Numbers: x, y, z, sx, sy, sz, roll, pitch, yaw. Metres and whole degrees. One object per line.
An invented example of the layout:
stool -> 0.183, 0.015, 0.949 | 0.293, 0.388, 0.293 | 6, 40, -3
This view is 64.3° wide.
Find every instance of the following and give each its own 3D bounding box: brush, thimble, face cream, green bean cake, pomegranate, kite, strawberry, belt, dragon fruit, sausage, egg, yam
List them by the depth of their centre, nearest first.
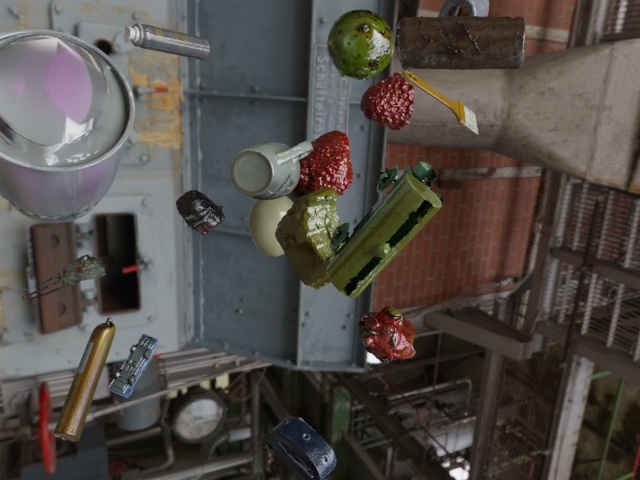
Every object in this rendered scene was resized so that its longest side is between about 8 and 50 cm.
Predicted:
yam -> 0.320, -0.452, 1.169 | 0.131, 0.279, 0.131 | 5, 90, -75
green bean cake -> 0.000, 0.000, 1.386 | 0.236, 0.124, 0.233 | 59, -38, 6
brush -> 0.333, -0.390, 1.403 | 0.013, 0.272, 0.103 | -44, -155, 41
sausage -> -0.692, 0.396, 1.514 | 0.082, 0.082, 0.372 | 125, -23, -53
kite -> -0.789, 0.119, 1.558 | 0.141, 0.245, 0.015 | 30, -43, 37
belt -> -0.048, 0.630, 1.559 | 0.218, 0.128, 0.122 | 32, -57, 28
pomegranate -> 0.121, -0.603, 1.602 | 0.263, 0.210, 0.211 | 133, -50, -81
thimble -> 0.456, -0.722, 1.626 | 0.127, 0.118, 0.151 | 49, -33, -1
face cream -> -0.489, -0.638, 1.632 | 0.073, 0.283, 0.073 | 7, -80, 41
dragon fruit -> 0.203, 0.302, 1.680 | 0.269, 0.200, 0.198 | -150, -104, -76
egg -> -0.174, -0.056, 1.908 | 0.188, 0.188, 0.254 | -136, -135, -54
strawberry -> 0.001, -0.280, 1.957 | 0.261, 0.261, 0.258 | 31, -49, 60
strawberry -> 0.253, -0.554, 2.031 | 0.234, 0.177, 0.234 | 25, -59, 52

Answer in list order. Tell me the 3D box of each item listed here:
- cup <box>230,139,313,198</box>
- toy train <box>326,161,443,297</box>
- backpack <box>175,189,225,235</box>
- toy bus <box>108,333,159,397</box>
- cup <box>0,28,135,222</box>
cup -> -0.145, -0.232, 1.559 | 0.186, 0.258, 0.234 | 60, 12, -3
toy train -> 0.133, -0.014, 1.019 | 0.307, 0.126, 0.189 | -49, -154, 22
backpack -> -0.413, -0.093, 1.733 | 0.120, 0.165, 0.106 | -40, -128, 10
toy bus -> -0.447, 0.304, 1.228 | 0.061, 0.051, 0.153 | 94, 17, -57
cup -> -0.493, -0.182, 0.945 | 0.371, 0.253, 0.254 | -35, -116, 60
